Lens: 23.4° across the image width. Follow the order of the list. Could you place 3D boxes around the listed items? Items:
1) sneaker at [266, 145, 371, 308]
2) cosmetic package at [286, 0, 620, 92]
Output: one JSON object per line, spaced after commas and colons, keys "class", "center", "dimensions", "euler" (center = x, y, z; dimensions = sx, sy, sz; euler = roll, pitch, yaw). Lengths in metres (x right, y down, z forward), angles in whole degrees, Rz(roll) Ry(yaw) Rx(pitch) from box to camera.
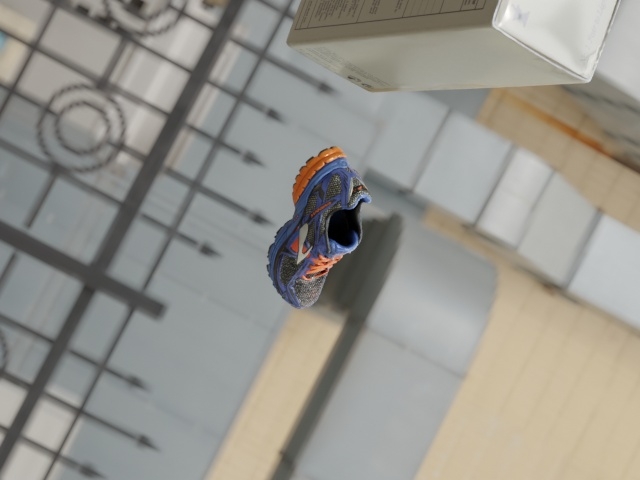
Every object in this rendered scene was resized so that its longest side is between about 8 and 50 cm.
{"class": "sneaker", "center": [0.000, 0.000, 1.819], "dimensions": [0.083, 0.087, 0.221], "euler": [-21, 141, -36]}
{"class": "cosmetic package", "center": [0.114, -0.220, 1.316], "dimensions": [0.309, 0.113, 0.160], "euler": [9, -105, 58]}
